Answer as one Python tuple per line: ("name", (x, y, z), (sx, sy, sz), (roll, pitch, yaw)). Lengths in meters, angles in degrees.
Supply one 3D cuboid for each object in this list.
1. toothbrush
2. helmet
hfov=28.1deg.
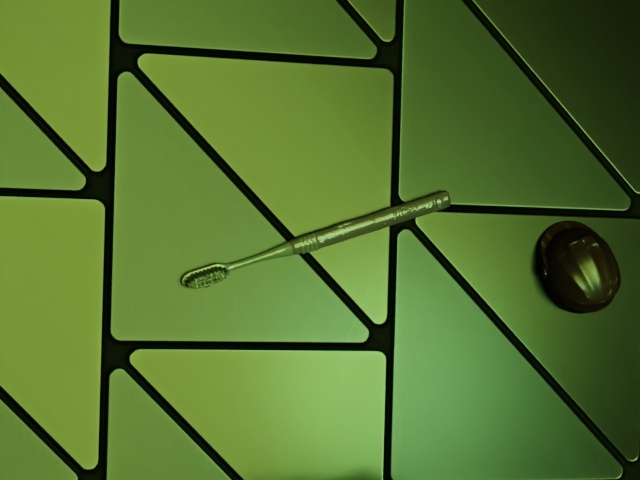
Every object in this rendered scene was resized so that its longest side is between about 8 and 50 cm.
("toothbrush", (0.000, 0.000, 1.565), (0.354, 0.029, 0.024), (-18, 108, -14))
("helmet", (0.335, 0.035, 1.629), (0.098, 0.070, 0.123), (-24, 97, -12))
